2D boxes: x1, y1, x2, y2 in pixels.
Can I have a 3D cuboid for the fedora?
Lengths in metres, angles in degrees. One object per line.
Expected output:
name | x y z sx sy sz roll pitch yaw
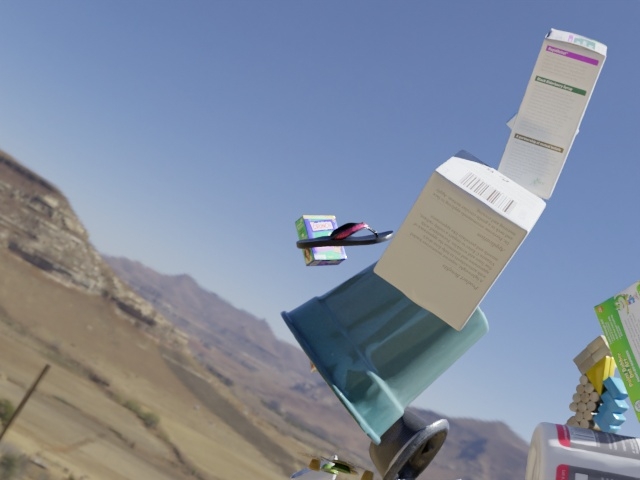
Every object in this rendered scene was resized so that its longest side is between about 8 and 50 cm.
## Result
fedora | 0.259 0.664 2.564 0.152 0.334 0.334 41 -2 29

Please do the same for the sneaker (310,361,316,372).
sneaker | 0.001 0.242 1.735 0.158 0.061 0.065 96 -21 -65

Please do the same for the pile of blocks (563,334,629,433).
pile of blocks | 0.588 0.384 1.651 0.112 0.362 0.149 14 -1 -39

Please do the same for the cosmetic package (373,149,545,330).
cosmetic package | 0.200 -0.004 1.140 0.151 0.184 0.151 36 28 10

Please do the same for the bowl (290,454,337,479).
bowl | -0.011 0.655 2.227 0.142 0.141 0.053 87 -20 -82

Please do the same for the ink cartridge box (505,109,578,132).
ink cartridge box | 0.386 -0.196 1.383 0.122 0.088 0.052 30 20 -53

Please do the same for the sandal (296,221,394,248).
sandal | 0.045 -0.011 1.422 0.179 0.040 0.067 -4 5 -7

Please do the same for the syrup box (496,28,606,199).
syrup box | 0.357 -0.197 1.239 0.096 0.237 0.093 21 28 11

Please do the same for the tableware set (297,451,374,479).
tableware set | 0.033 0.411 1.420 0.104 0.024 0.154 33 -25 -33

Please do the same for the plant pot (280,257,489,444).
plant pot | 0.147 0.187 1.679 0.341 0.334 0.341 52 -2 3

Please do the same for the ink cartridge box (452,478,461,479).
ink cartridge box | 0.381 0.886 2.236 0.130 0.272 0.310 -18 -65 30

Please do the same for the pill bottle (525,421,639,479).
pill bottle | 0.502 0.407 1.290 0.318 0.176 0.176 8 -13 9

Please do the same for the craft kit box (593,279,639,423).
craft kit box | 0.658 0.180 1.483 0.060 0.250 0.246 13 -38 -35

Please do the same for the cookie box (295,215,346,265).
cookie box | 0.000 0.000 1.766 0.091 0.107 0.040 -1 -24 -37
